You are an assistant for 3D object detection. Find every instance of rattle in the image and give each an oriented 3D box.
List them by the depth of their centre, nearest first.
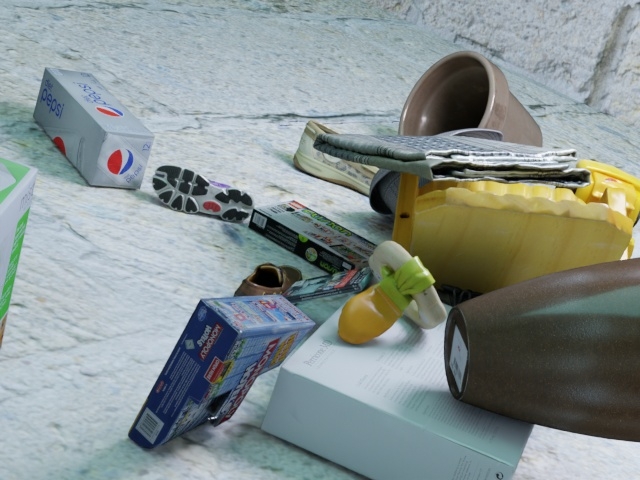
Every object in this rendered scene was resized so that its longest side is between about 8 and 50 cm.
[{"bbox_3d":[0.068,0.077,1.637,0.130,0.143,0.199,43,-8,-24],"label":"rattle"}]

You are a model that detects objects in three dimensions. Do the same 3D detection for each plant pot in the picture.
[{"bbox_3d":[0.265,0.127,1.461,0.230,0.215,0.215,-1,24,-10],"label":"plant pot"},{"bbox_3d":[0.329,-0.224,2.613,0.229,0.263,0.263,24,14,-35],"label":"plant pot"}]

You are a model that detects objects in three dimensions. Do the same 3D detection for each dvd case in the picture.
[{"bbox_3d":[0.010,0.061,1.734,0.119,0.013,0.087,-11,11,17],"label":"dvd case"}]

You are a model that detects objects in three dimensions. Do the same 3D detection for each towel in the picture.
[{"bbox_3d":[0.197,-0.130,1.913,0.312,0.056,0.324,1,10,-33],"label":"towel"}]

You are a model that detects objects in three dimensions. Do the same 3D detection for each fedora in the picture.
[{"bbox_3d":[0.221,-0.081,2.216,0.275,0.244,0.124,-1,57,-43],"label":"fedora"}]

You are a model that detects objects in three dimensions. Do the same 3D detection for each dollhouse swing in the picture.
[{"bbox_3d":[0.286,-0.059,1.891,0.346,0.305,0.315,7,50,4],"label":"dollhouse swing"}]

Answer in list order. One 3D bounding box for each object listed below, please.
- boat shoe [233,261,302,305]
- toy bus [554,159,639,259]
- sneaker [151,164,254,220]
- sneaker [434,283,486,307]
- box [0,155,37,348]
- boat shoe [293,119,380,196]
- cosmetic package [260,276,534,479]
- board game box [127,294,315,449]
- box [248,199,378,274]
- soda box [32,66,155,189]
[{"bbox_3d":[-0.066,0.063,1.778,0.064,0.060,0.178,24,21,16],"label":"boat shoe"},{"bbox_3d":[0.455,0.006,2.141,0.149,0.220,0.211,19,26,-11],"label":"toy bus"},{"bbox_3d":[-0.190,-0.072,2.043,0.170,0.068,0.071,20,4,-18],"label":"sneaker"},{"bbox_3d":[0.231,0.108,1.807,0.130,0.087,0.227,5,-3,-12],"label":"sneaker"},{"bbox_3d":[-0.399,0.049,1.301,0.126,0.231,0.262,17,20,-3],"label":"box"},{"bbox_3d":[0.094,-0.138,2.374,0.285,0.089,0.104,17,20,-2],"label":"boat shoe"},{"bbox_3d":[0.127,0.182,1.585,0.284,0.097,0.377,24,21,12],"label":"cosmetic package"},{"bbox_3d":[-0.096,0.133,1.401,0.060,0.194,0.194,39,27,19],"label":"board game box"},{"bbox_3d":[0.000,0.000,2.025,0.207,0.036,0.114,29,23,28],"label":"box"},{"bbox_3d":[-0.376,-0.187,2.103,0.091,0.098,0.286,4,25,-35],"label":"soda box"}]
